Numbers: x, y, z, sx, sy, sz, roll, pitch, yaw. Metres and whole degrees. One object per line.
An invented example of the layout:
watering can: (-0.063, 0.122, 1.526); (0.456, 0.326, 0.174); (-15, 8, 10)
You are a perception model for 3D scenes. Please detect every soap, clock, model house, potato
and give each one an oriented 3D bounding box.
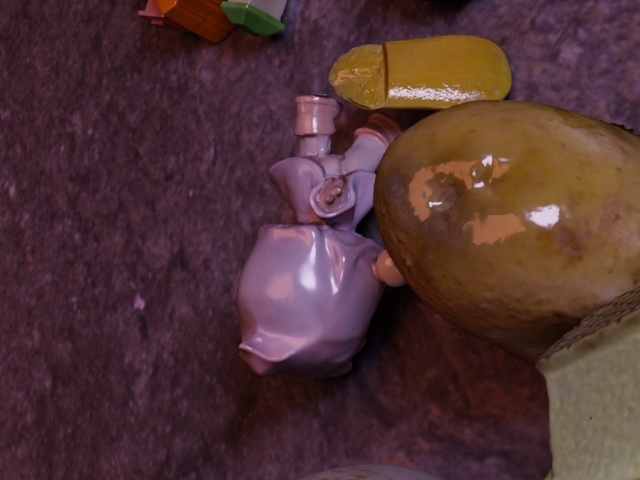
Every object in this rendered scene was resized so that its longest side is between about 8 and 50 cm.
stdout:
soap: (0.093, -0.152, 1.390); (0.168, 0.033, 0.089); (-6, 53, -3)
clock: (-0.105, -0.353, 1.654); (0.220, 0.106, 0.255); (12, 82, 44)
model house: (0.263, 0.137, 1.075); (0.195, 0.214, 0.189); (-36, 40, 41)
potato: (0.162, -0.012, 1.208); (0.242, 0.242, 0.285); (-50, 50, 15)

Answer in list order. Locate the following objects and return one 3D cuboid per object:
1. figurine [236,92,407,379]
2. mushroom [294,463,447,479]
figurine: (0.000, 0.001, 1.399); (0.200, 0.133, 0.276); (-1, 72, 45)
mushroom: (0.040, 0.307, 1.212); (0.243, 0.243, 0.243); (-17, 62, 36)
